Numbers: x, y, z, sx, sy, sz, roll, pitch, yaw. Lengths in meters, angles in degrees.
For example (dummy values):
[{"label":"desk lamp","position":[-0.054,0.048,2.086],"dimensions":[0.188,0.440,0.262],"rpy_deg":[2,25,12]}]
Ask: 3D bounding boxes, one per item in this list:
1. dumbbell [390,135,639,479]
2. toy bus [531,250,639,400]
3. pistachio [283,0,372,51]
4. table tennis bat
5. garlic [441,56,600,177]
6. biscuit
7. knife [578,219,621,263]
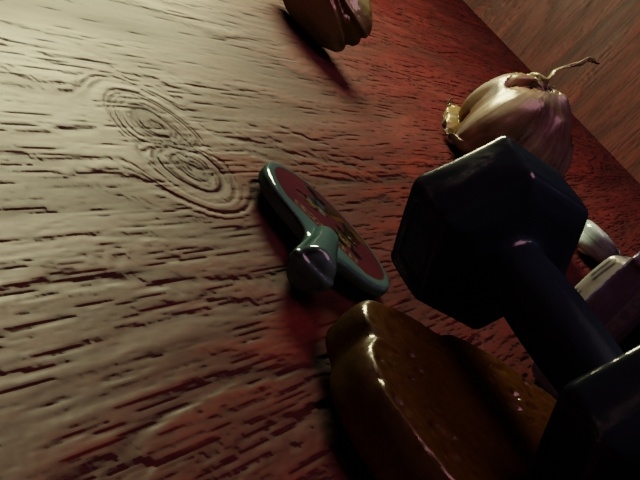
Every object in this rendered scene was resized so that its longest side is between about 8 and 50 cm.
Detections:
[{"label":"dumbbell","position":[0.177,0.065,1.088],"dimensions":[0.316,0.156,0.143],"rpy_deg":[58,-7,45]},{"label":"toy bus","position":[0.395,0.132,1.575],"dimensions":[0.249,0.209,0.440],"rpy_deg":[48,15,16]},{"label":"pistachio","position":[0.012,-0.315,1.926],"dimensions":[0.149,0.113,0.113],"rpy_deg":[54,18,27]},{"label":"table tennis bat","position":[0.000,0.000,1.242],"dimensions":[0.153,0.040,0.244],"rpy_deg":[44,11,-5]},{"label":"garlic","position":[0.283,-0.185,2.138],"dimensions":[0.207,0.256,0.207],"rpy_deg":[26,-27,14]},{"label":"biscuit","position":[0.158,0.190,1.084],"dimensions":[0.359,0.074,0.381],"rpy_deg":[52,15,24]},{"label":"knife","position":[0.461,0.021,2.361],"dimensions":[0.080,0.044,0.331],"rpy_deg":[44,8,23]}]
